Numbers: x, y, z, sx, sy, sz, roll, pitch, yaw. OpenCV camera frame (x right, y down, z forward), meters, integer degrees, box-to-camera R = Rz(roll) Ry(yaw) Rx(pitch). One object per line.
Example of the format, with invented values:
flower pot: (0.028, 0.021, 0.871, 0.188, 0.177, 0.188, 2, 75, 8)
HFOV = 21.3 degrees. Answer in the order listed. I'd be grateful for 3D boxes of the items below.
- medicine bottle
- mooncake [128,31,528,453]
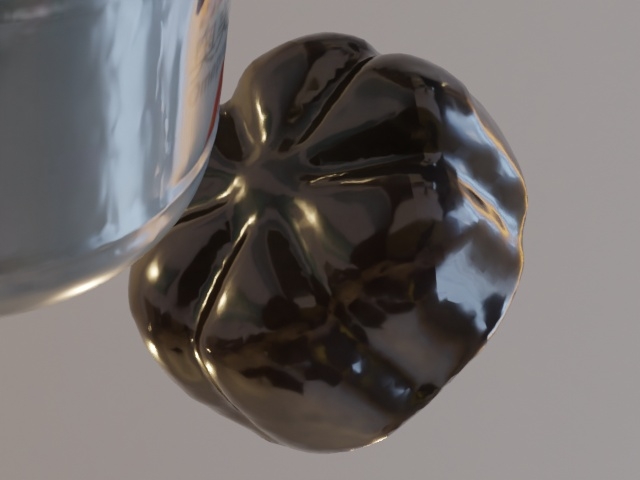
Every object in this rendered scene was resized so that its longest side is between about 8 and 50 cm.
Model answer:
medicine bottle: (-0.152, -0.147, 0.660, 0.245, 0.245, 0.306, -1, -48, -12)
mooncake: (0.000, 0.000, 0.989, 0.245, 0.245, 0.133, -53, -46, -4)
